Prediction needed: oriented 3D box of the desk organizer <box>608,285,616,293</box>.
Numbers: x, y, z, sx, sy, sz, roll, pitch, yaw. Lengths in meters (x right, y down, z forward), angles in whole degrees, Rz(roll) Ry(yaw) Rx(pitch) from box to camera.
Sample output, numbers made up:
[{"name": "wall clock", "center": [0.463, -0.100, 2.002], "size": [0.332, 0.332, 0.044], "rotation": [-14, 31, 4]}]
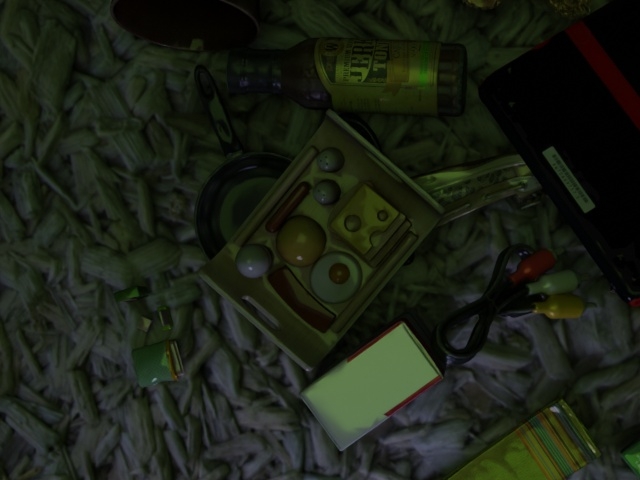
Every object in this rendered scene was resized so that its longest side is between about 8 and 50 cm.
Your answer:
[{"name": "desk organizer", "center": [0.477, 0.074, 1.900], "size": [0.130, 0.050, 0.047], "rotation": [22, 92, 9]}]

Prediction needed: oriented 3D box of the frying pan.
[{"name": "frying pan", "center": [-0.132, -0.078, 2.000], "size": [0.197, 0.053, 0.326], "rotation": [-44, 82, 6]}]

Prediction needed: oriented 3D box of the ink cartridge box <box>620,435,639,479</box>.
[{"name": "ink cartridge box", "center": [0.581, 0.284, 1.835], "size": [0.278, 0.117, 0.201], "rotation": [-39, 76, 6]}]

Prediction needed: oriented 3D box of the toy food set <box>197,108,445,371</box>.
[{"name": "toy food set", "center": [0.000, 0.000, 1.904], "size": [0.220, 0.092, 0.306], "rotation": [41, 102, 7]}]

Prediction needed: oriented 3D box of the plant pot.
[{"name": "plant pot", "center": [-0.181, -0.421, 1.952], "size": [0.216, 0.215, 0.230], "rotation": [4, 76, 9]}]

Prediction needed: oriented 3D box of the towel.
[{"name": "towel", "center": [0.280, 0.331, 1.941], "size": [0.237, 0.021, 0.102], "rotation": [-36, 83, 7]}]

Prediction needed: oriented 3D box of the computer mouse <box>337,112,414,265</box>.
[{"name": "computer mouse", "center": [0.079, -0.075, 1.978], "size": [0.071, 0.041, 0.242], "rotation": [-21, 92, 17]}]

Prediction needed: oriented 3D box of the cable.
[{"name": "cable", "center": [0.255, 0.074, 1.857], "size": [0.139, 0.287, 0.072], "rotation": [60, 139, 16]}]

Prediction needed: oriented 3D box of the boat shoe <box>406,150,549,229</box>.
[{"name": "boat shoe", "center": [0.251, -0.075, 1.921], "size": [0.285, 0.104, 0.089], "rotation": [-13, 91, 19]}]

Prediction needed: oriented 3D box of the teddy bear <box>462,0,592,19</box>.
[{"name": "teddy bear", "center": [0.328, -0.438, 1.919], "size": [0.338, 0.113, 0.245], "rotation": [-44, 89, -2]}]

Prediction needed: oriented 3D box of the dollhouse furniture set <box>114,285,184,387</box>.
[{"name": "dollhouse furniture set", "center": [-0.258, 0.143, 2.011], "size": [0.076, 0.058, 0.151], "rotation": [-16, 86, 9]}]

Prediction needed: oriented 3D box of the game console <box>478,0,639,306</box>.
[{"name": "game console", "center": [0.452, -0.148, 1.823], "size": [0.342, 0.060, 0.386], "rotation": [-32, 72, 0]}]

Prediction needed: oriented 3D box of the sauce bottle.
[{"name": "sauce bottle", "center": [0.037, -0.237, 1.946], "size": [0.345, 0.111, 0.111], "rotation": [2, 89, 8]}]

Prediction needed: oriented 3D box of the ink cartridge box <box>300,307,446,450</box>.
[{"name": "ink cartridge box", "center": [0.081, 0.187, 1.868], "size": [0.172, 0.237, 0.100], "rotation": [-36, 87, 7]}]
